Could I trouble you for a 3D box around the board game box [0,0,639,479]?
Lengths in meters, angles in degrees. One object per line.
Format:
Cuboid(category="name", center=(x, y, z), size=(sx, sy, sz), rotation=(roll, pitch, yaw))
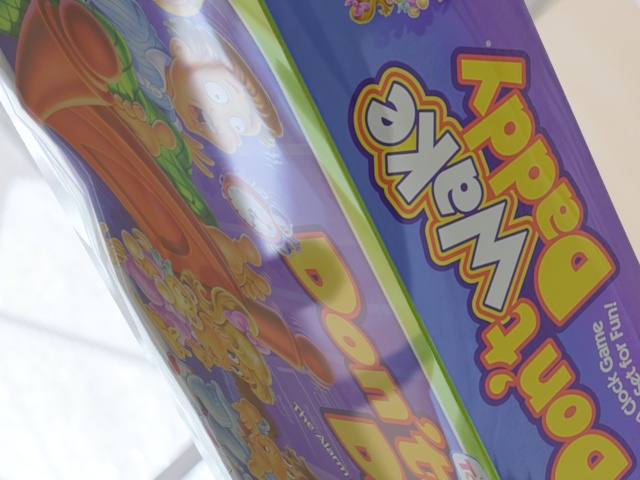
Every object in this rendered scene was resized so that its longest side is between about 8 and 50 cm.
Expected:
Cuboid(category="board game box", center=(0.000, 0.000, 0.599), size=(0.078, 0.347, 0.233), rotation=(-36, -159, -23))
